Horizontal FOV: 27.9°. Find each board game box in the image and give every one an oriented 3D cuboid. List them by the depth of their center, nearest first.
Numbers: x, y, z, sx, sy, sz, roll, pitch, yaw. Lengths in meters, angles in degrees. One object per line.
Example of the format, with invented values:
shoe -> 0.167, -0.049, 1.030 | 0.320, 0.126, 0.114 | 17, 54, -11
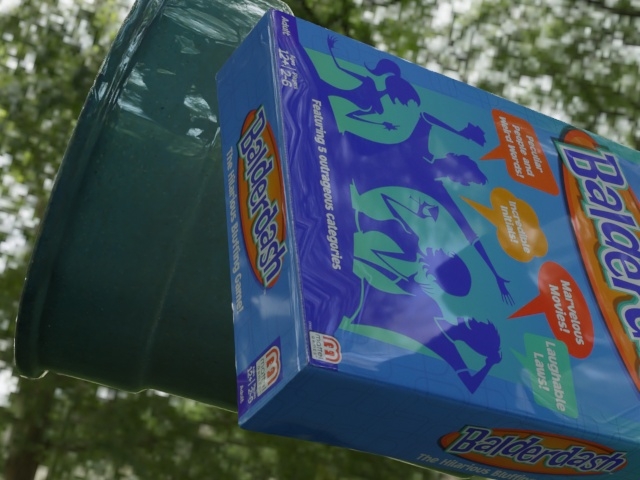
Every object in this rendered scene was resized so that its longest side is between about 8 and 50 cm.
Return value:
board game box -> 0.065, 0.013, 0.499 | 0.210, 0.160, 0.047 | 16, -42, -30

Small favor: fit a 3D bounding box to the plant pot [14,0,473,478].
plant pot -> 0.000, 0.000, 0.954 | 0.334, 0.341, 0.341 | 21, -17, -1
